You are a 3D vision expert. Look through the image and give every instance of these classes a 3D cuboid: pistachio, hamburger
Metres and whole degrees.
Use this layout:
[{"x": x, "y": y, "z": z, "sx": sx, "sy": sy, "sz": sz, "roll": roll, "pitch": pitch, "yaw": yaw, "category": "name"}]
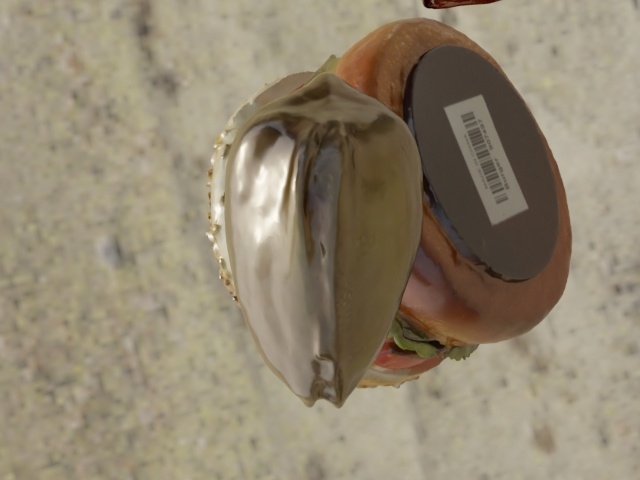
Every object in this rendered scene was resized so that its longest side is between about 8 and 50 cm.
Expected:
[{"x": 0.000, "y": 0.000, "z": 1.614, "sx": 0.163, "sy": 0.212, "sz": 0.260, "roll": 7, "pitch": 111, "yaw": 3, "category": "pistachio"}, {"x": 0.063, "y": -0.028, "z": 1.871, "sx": 0.250, "sy": 0.330, "sz": 0.330, "roll": -21, "pitch": 84, "yaw": 34, "category": "hamburger"}]

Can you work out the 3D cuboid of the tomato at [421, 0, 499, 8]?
[{"x": 0.159, "y": -0.244, "z": 1.593, "sx": 0.166, "sy": 0.174, "sz": 0.082, "roll": 35, "pitch": -139, "yaw": -87, "category": "tomato"}]
